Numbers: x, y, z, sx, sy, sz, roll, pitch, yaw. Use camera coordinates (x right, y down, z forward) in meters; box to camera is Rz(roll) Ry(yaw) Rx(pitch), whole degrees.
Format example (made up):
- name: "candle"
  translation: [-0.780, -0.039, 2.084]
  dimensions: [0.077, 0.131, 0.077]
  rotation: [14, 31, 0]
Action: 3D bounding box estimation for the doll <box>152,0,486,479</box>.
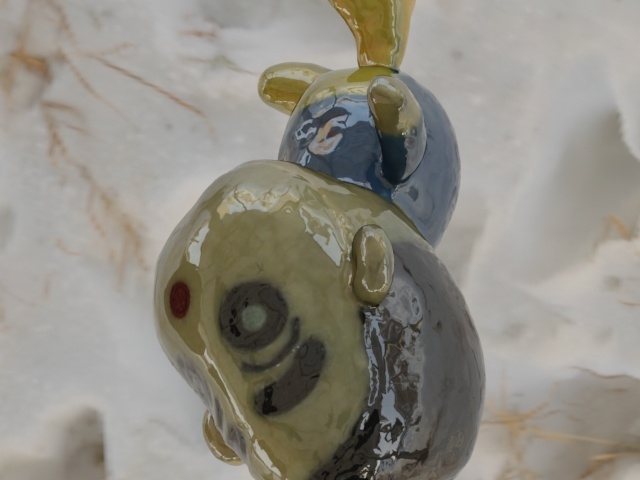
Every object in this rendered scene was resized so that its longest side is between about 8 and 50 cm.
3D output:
- name: "doll"
  translation: [0.000, 0.000, 0.520]
  dimensions: [0.102, 0.089, 0.179]
  rotation: [-55, 30, 39]
